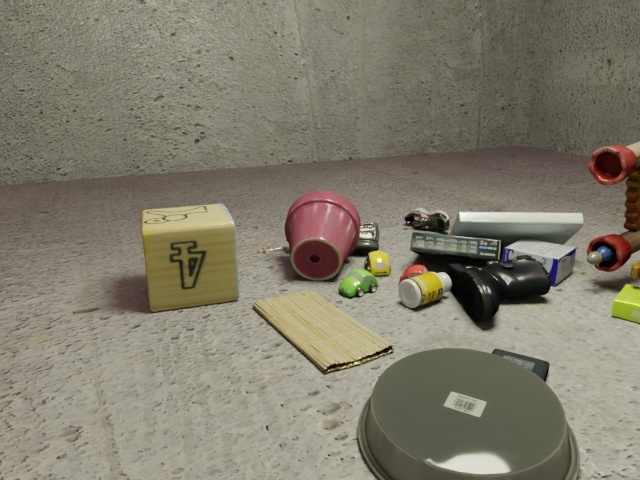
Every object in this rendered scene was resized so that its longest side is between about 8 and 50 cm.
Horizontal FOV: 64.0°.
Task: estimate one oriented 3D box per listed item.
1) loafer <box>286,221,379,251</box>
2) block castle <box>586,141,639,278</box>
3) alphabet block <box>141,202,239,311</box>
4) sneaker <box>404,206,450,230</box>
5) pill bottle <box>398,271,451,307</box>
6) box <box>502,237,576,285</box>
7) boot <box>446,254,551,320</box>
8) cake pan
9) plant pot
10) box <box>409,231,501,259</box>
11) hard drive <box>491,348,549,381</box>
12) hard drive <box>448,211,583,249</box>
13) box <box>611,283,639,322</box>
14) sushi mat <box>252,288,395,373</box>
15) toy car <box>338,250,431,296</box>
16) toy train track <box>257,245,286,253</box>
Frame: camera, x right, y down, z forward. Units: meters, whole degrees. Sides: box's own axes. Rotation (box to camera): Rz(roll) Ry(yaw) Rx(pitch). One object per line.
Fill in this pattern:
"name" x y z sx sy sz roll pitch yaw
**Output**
"loafer" 0.037 -0.019 1.473 0.267 0.084 0.096 5 -13 6
"block castle" 0.767 -0.029 1.014 0.212 0.303 0.453 -19 23 -25
"alphabet block" -0.302 0.031 1.186 0.197 0.194 0.192 -6 17 -16
"sneaker" 0.346 -0.058 1.680 0.077 0.072 0.178 -24 18 -26
"pill bottle" 0.236 0.106 1.145 0.116 0.065 0.065 -14 22 -33
"box" 0.553 0.051 1.299 0.137 0.072 0.126 15 23 41
"boot" 0.407 0.096 1.121 0.207 0.094 0.246 -5 12 -1
"cake pan" 0.197 0.242 0.703 0.293 0.054 0.293 -3 23 1
"plant pot" 0.000 0.000 1.313 0.201 0.201 0.180 1 34 6
"box" 0.356 0.020 1.338 0.220 0.051 0.175 6 -3 19
"hard drive" 0.314 0.226 0.841 0.094 0.022 0.135 11 21 31
"hard drive" 0.518 -0.022 1.400 0.307 0.040 0.203 1 -21 5
"box" 0.709 0.144 1.050 0.178 0.043 0.109 16 24 39
"sushi mat" -0.006 0.170 1.032 0.151 0.019 0.316 -10 20 -30
"toy car" 0.140 0.083 1.240 0.224 0.053 0.239 -14 22 -36
"toy train track" -0.142 0.023 1.499 0.083 0.014 0.048 -7 19 -20
